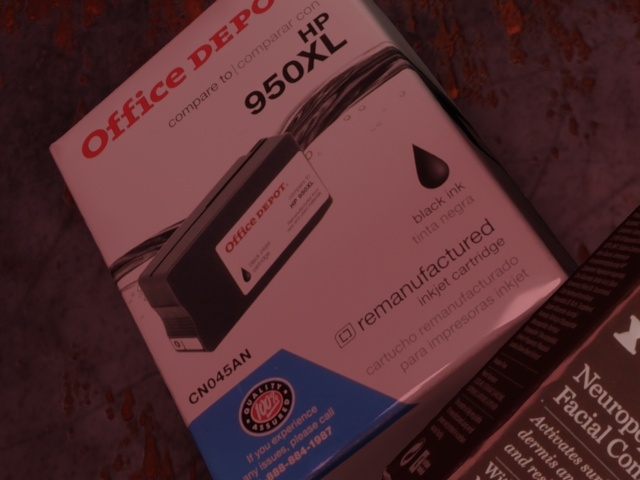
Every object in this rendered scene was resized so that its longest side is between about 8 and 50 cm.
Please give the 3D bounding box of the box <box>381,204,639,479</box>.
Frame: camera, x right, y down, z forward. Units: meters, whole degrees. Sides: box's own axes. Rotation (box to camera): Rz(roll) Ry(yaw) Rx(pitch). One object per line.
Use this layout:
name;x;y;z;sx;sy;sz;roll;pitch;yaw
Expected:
box;0.240;0.078;0.842;0.191;0.143;0.381;44;87;-5

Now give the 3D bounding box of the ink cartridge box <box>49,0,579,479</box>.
ink cartridge box;0.000;0.000;1.092;0.285;0.166;0.395;-39;56;10
